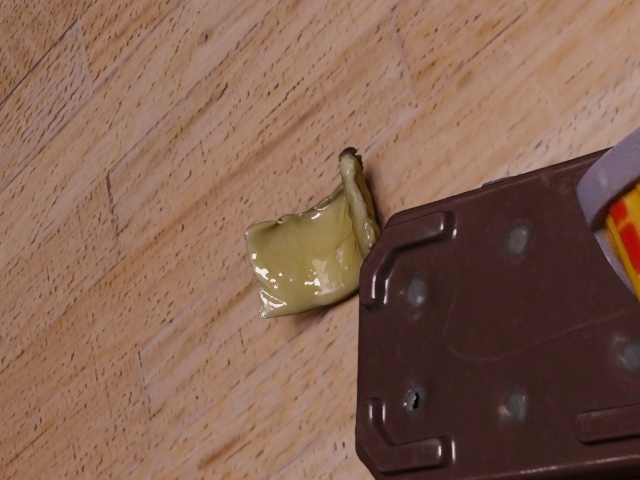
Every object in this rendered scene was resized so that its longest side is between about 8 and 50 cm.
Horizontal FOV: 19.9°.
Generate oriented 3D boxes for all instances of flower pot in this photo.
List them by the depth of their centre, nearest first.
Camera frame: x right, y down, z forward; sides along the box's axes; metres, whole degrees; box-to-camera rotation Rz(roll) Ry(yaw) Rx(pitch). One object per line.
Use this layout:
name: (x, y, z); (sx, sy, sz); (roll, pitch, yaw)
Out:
flower pot: (0.102, 0.038, 0.729); (0.251, 0.084, 0.179); (-16, 66, 47)

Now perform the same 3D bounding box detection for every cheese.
cheese: (0.000, 0.001, 0.904); (0.084, 0.041, 0.060); (-34, 61, 27)

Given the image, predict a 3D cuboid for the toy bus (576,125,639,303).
toy bus: (0.190, 0.012, 0.538); (0.126, 0.209, 0.136); (-37, 62, 38)
